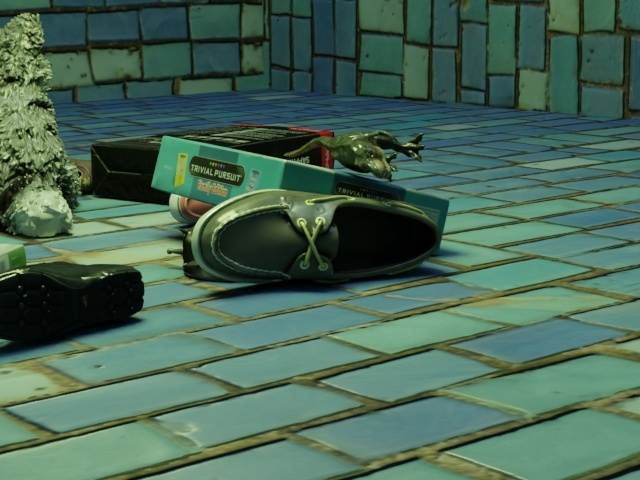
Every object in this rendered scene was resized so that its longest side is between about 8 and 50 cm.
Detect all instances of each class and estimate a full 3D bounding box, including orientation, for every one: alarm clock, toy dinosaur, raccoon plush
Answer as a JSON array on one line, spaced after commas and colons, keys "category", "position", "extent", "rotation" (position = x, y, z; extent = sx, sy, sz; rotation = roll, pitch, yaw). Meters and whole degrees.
[{"category": "alarm clock", "position": [-0.083, 0.009, 1.778], "extent": [0.192, 0.064, 0.129], "rotation": [-1, 10, -17]}, {"category": "toy dinosaur", "position": [0.055, -0.109, 1.836], "extent": [0.118, 0.064, 0.268], "rotation": [5, 2, -21]}, {"category": "raccoon plush", "position": [-0.439, -0.187, 2.201], "extent": [0.216, 0.299, 0.446], "rotation": [-8, 13, -35]}]

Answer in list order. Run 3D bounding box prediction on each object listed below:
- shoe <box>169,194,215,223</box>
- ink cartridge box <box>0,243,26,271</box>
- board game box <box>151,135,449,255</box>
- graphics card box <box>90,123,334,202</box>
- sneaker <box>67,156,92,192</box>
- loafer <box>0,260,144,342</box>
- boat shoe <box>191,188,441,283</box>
[{"category": "shoe", "position": [-0.136, -0.059, 2.131], "extent": [0.081, 0.063, 0.178], "rotation": [0, 5, 34]}, {"category": "ink cartridge box", "position": [-0.441, 0.040, 1.609], "extent": [0.209, 0.062, 0.109], "rotation": [2, 11, 16]}, {"category": "board game box", "position": [-0.033, -0.063, 1.930], "extent": [0.253, 0.079, 0.336], "rotation": [12, 3, -33]}, {"category": "graphics card box", "position": [-0.174, -0.132, 2.458], "extent": [0.232, 0.094, 0.371], "rotation": [7, 12, 35]}, {"category": "sneaker", "position": [-0.455, -0.113, 2.446], "extent": [0.188, 0.066, 0.071], "rotation": [2, 12, 18]}, {"category": "loafer", "position": [-0.276, 0.060, 1.475], "extent": [0.078, 0.076, 0.223], "rotation": [1, 4, 40]}, {"category": "boat shoe", "position": [0.000, -0.005, 1.702], "extent": [0.305, 0.109, 0.091], "rotation": [-3, 5, -32]}]
